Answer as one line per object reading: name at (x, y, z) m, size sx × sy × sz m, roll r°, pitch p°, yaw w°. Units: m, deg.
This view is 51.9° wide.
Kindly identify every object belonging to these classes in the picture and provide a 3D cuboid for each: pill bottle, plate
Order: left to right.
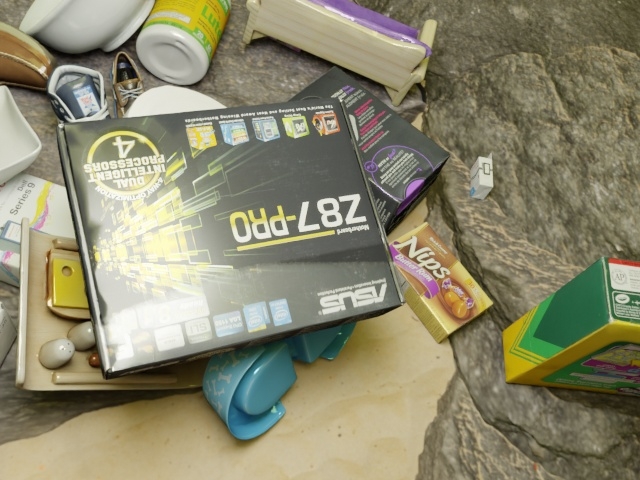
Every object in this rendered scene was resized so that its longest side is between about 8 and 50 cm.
plate at (-0.577, -0.117, 1.014) m, size 0.277 × 0.045 × 0.278 m, roll -33°, pitch 45°, yaw -14°
pill bottle at (-0.251, -0.433, 1.271) m, size 0.137 × 0.136 × 0.245 m, roll 15°, pitch 60°, yaw -3°

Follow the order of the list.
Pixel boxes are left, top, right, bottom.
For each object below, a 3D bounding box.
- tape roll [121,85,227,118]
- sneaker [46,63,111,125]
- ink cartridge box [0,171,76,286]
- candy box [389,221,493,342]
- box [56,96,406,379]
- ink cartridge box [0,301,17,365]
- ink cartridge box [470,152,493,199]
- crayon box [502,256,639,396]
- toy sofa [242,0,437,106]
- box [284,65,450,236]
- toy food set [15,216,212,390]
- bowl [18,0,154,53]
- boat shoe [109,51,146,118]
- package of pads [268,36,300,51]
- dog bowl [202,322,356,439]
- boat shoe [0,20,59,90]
tape roll at (-0.198, -0.105, 1.048) m, size 0.286 × 0.100 × 0.286 m, roll 30°, pitch 38°, yaw -28°
sneaker at (-0.361, -0.170, 1.093) m, size 0.099 × 0.153 × 0.282 m, roll -33°, pitch 73°, yaw -25°
ink cartridge box at (-0.430, -0.004, 1.024) m, size 0.213 × 0.093 × 0.154 m, roll 19°, pitch 60°, yaw 1°
candy box at (0.194, 0.070, 1.138) m, size 0.109 × 0.053 × 0.186 m, roll -28°, pitch 72°, yaw -24°
box at (-0.116, -0.017, 0.873) m, size 0.395 × 0.097 × 0.318 m, roll -9°, pitch 77°, yaw -22°
ink cartridge box at (-0.596, 0.155, 0.885) m, size 0.283 × 0.117 × 0.207 m, roll 17°, pitch 59°, yaw -2°
ink cartridge box at (0.311, -0.127, 1.273) m, size 0.028 × 0.048 × 0.083 m, roll 11°, pitch 59°, yaw -6°
crayon box at (0.516, 0.152, 1.009) m, size 0.363 × 0.313 × 0.106 m, roll 8°, pitch 64°, yaw -8°
toy sofa at (0.044, -0.426, 1.280) m, size 0.363 × 0.177 × 0.150 m, roll 21°, pitch 63°, yaw -7°
box at (0.063, -0.152, 1.178) m, size 0.270 × 0.143 × 0.165 m, roll 41°, pitch 58°, yaw 11°
toy food set at (-0.272, 0.093, 0.927) m, size 0.306 × 0.092 × 0.219 m, roll 12°, pitch 61°, yaw -44°
bowl at (-0.401, -0.445, 1.208) m, size 0.134 × 0.298 × 0.297 m, roll 41°, pitch 52°, yaw -35°
boat shoe at (-0.349, -0.263, 1.197) m, size 0.066 × 0.066 × 0.183 m, roll -17°, pitch 66°, yaw -20°
package of pads at (-0.067, -0.431, 1.370) m, size 0.083 × 0.032 × 0.050 m, roll 26°, pitch 57°, yaw 3°
dog bowl at (-0.054, 0.154, 0.981) m, size 0.074 × 0.165 × 0.297 m, roll 28°, pitch 57°, yaw 32°
boat shoe at (-0.616, -0.320, 1.152) m, size 0.324 × 0.122 × 0.119 m, roll 20°, pitch 64°, yaw 9°
